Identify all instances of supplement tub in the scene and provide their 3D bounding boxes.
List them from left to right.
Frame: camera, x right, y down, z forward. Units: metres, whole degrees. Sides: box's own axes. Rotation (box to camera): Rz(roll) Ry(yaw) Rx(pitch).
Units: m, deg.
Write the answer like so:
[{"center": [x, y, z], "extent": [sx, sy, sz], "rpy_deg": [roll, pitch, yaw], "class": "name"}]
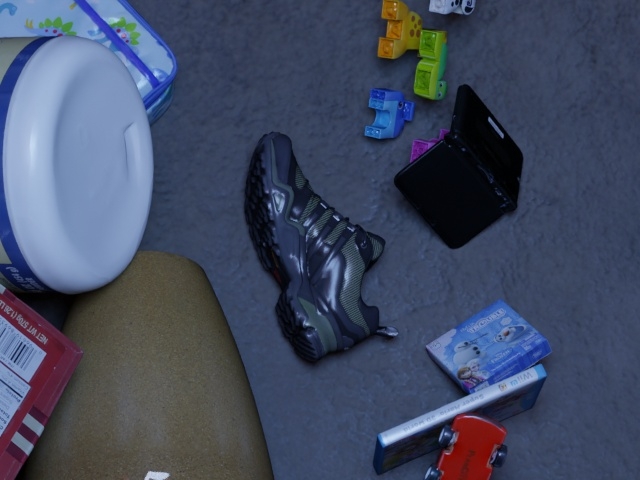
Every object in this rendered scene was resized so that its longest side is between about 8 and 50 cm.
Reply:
[{"center": [-0.334, -0.067, 1.758], "extent": [0.316, 0.228, 0.228], "rpy_deg": [0, 74, 22], "class": "supplement tub"}]

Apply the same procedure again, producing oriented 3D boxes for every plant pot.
[{"center": [-0.159, 0.146, 1.778], "extent": [0.237, 0.237, 0.254], "rpy_deg": [-2, 63, -4], "class": "plant pot"}]

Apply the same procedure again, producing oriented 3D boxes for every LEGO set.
[{"center": [0.108, -0.172, 1.928], "extent": [0.087, 0.093, 0.227], "rpy_deg": [16, 104, 35], "class": "LEGO set"}]

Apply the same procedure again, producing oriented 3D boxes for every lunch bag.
[{"center": [-0.257, -0.184, 1.913], "extent": [0.176, 0.090, 0.219], "rpy_deg": [-39, 82, -14], "class": "lunch bag"}]

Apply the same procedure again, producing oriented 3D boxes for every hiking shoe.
[{"center": [0.000, 0.000, 1.892], "extent": [0.114, 0.086, 0.227], "rpy_deg": [-12, 82, -20], "class": "hiking shoe"}]

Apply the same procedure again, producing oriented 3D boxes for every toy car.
[{"center": [0.085, 0.276, 1.810], "extent": [0.225, 0.053, 0.239], "rpy_deg": [-12, 107, 10], "class": "toy car"}]

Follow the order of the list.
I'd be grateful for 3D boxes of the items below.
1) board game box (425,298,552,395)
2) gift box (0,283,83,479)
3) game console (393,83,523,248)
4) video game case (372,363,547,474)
[{"center": [0.160, 0.104, 1.867], "extent": [0.090, 0.090, 0.020], "rpy_deg": [-32, 124, -10], "class": "board game box"}, {"center": [-0.370, 0.150, 1.644], "extent": [0.255, 0.258, 0.276], "rpy_deg": [43, 38, -10], "class": "gift box"}, {"center": [0.136, -0.072, 1.903], "extent": [0.071, 0.122, 0.107], "rpy_deg": [-14, 48, 31], "class": "game console"}, {"center": [0.128, 0.168, 1.825], "extent": [0.166, 0.119, 0.015], "rpy_deg": [-23, 72, -8], "class": "video game case"}]
